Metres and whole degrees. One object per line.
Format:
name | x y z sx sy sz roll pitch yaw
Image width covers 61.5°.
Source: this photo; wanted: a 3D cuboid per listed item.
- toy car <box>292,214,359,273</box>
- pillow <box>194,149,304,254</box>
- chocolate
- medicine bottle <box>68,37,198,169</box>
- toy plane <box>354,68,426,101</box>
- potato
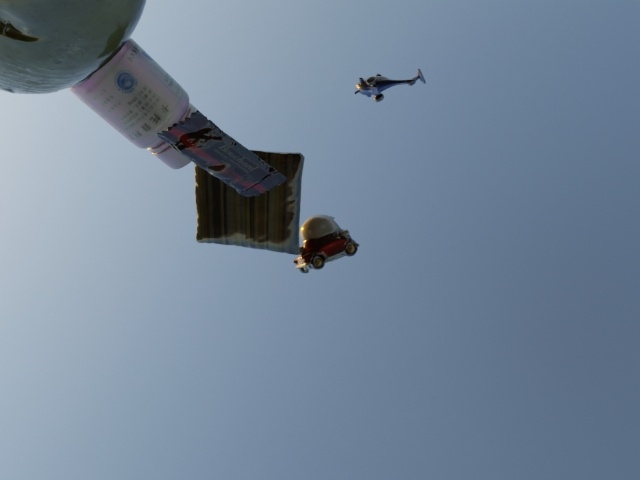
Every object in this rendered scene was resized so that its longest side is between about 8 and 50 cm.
toy car | 0.000 0.000 1.161 0.112 0.139 0.112 -19 -87 60
pillow | -0.139 -0.076 1.019 0.212 0.208 0.052 6 -152 4
chocolate | -0.130 -0.109 0.734 0.086 0.182 0.028 -19 -128 29
medicine bottle | -0.341 -0.265 1.044 0.152 0.254 0.151 -28 -141 26
toy plane | 0.140 -0.333 1.135 0.167 0.054 0.062 9 -125 42
potato | -0.323 -0.285 0.569 0.327 0.243 0.220 -10 -112 48
